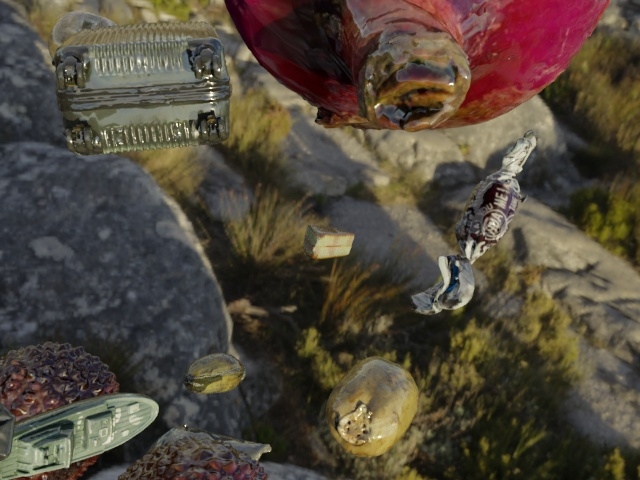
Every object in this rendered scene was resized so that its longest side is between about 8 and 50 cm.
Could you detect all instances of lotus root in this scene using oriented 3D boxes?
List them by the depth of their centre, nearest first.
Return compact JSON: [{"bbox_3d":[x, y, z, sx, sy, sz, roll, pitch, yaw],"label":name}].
[{"bbox_3d":[0.109,0.316,1.623,0.160,0.146,0.284,45,22,7],"label":"lotus root"},{"bbox_3d":[-0.241,0.301,1.873,0.080,0.089,0.179,30,17,38],"label":"lotus root"}]

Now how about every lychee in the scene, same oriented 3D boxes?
[{"bbox_3d":[-0.190,0.418,1.199,0.304,0.276,0.276,-7,38,-40],"label":"lychee"},{"bbox_3d":[-0.569,0.359,1.690,0.330,0.306,0.306,-21,40,-3],"label":"lychee"}]

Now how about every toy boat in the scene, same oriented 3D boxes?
[{"bbox_3d":[-0.314,0.254,1.091,0.085,0.078,0.260,12,11,35],"label":"toy boat"}]

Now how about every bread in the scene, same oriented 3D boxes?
[{"bbox_3d":[0.000,0.000,1.247,0.062,0.043,0.109,21,13,28],"label":"bread"}]

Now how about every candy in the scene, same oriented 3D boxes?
[{"bbox_3d":[0.164,-0.018,0.862,0.051,0.094,0.226,35,77,-7],"label":"candy"}]

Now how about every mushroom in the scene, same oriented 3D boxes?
[{"bbox_3d":[-0.395,-0.335,1.463,0.166,0.127,0.166,41,26,-25],"label":"mushroom"}]

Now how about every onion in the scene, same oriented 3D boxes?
[{"bbox_3d":[0.070,-0.210,0.637,0.348,0.348,0.385,10,43,-4],"label":"onion"}]

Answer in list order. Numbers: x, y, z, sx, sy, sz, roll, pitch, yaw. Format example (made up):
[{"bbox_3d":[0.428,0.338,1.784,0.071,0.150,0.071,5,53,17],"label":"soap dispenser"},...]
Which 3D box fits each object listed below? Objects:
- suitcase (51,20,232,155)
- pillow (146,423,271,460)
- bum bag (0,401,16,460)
[{"bbox_3d":[-0.209,-0.195,1.005,0.202,0.128,0.312,-6,20,-7],"label":"suitcase"},{"bbox_3d":[-0.236,0.430,1.650,0.255,0.059,0.169,4,29,29],"label":"pillow"},{"bbox_3d":[-0.398,0.201,0.821,0.197,0.049,0.087,-18,72,7],"label":"bum bag"}]
